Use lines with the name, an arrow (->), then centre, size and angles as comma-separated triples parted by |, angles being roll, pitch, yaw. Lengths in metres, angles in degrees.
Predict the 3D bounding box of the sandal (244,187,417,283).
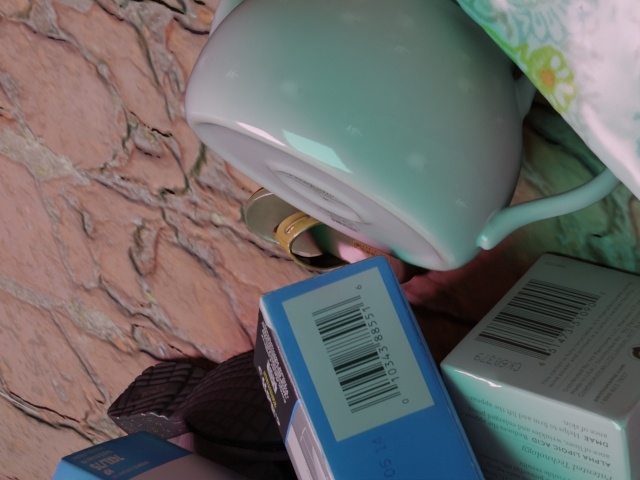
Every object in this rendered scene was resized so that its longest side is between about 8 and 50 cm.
sandal -> 0.000, 0.000, 1.255 | 0.180, 0.049, 0.072 | 22, 137, 32

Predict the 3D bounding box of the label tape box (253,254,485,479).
label tape box -> 0.035, 0.177, 1.170 | 0.334, 0.106, 0.240 | 102, 147, -72

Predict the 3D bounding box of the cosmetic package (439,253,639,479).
cosmetic package -> 0.201, 0.137, 1.084 | 0.151, 0.151, 0.184 | 15, 134, 37

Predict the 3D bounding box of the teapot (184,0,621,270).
teapot -> 0.047, -0.107, 1.004 | 0.256, 0.187, 0.252 | 34, 172, -26

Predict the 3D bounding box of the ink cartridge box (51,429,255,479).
ink cartridge box -> -0.112, 0.323, 1.322 | 0.270, 0.197, 0.198 | 21, 95, 15

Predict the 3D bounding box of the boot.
boot -> -0.057, 0.229, 1.504 | 0.338, 0.118, 0.223 | -2, 129, 56

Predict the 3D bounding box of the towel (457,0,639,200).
towel -> 0.192, -0.182, 0.775 | 0.374, 0.090, 0.320 | 53, 147, 26
